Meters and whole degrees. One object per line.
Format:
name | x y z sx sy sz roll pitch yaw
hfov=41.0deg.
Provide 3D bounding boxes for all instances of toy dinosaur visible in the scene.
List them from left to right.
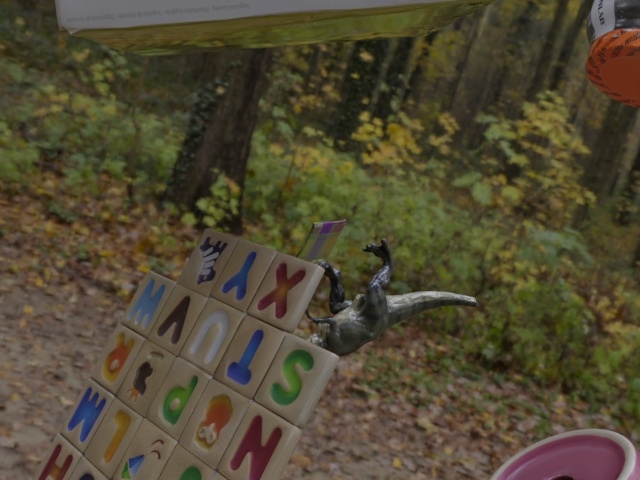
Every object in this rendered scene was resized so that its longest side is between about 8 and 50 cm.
toy dinosaur | 0.051 0.069 1.004 0.268 0.118 0.064 -19 -5 -22

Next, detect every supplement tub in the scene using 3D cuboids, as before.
supplement tub | 0.298 -0.214 0.722 0.117 0.190 0.117 23 -15 7

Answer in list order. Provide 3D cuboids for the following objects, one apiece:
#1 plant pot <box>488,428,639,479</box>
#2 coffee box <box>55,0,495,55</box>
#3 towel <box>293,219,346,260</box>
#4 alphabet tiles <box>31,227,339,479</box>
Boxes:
plant pot | 0.223 0.259 0.676 0.201 0.180 0.201 -27 8 4
coffee box | -0.044 -0.344 0.752 0.338 0.334 0.338 -5 9 -2
towel | 0.000 0.000 1.085 0.009 0.060 0.083 37 22 23
alphabet tiles | -0.128 0.154 0.694 0.011 0.342 0.285 34 -11 -39
